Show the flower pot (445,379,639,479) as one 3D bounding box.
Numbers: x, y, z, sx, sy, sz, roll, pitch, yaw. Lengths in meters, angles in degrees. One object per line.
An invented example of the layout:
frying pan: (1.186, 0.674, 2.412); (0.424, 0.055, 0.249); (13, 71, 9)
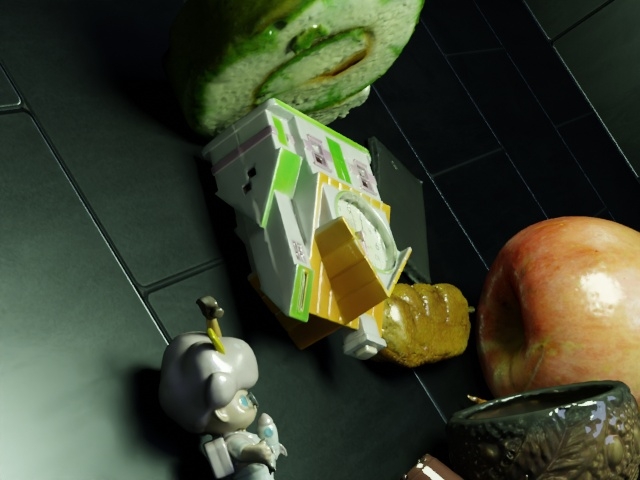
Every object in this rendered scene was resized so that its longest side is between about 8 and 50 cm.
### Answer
flower pot: (0.320, 0.346, 1.603); (0.267, 0.267, 0.267); (-6, 84, -61)

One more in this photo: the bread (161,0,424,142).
bread: (-0.025, -0.264, 1.587); (0.129, 0.366, 0.382); (63, 11, 18)

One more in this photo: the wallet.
wallet: (0.134, -0.051, 1.992); (0.146, 0.030, 0.285); (44, 28, -31)

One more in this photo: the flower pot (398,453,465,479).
flower pot: (0.142, 0.328, 1.514); (0.089, 0.111, 0.111); (46, 25, 11)

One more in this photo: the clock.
clock: (-0.001, 0.000, 1.556); (0.235, 0.166, 0.309); (23, 43, -48)

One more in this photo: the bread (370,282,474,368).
bread: (0.154, 0.123, 1.773); (0.344, 0.084, 0.124); (-3, 85, -60)

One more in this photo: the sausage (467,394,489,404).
sausage: (0.328, 0.363, 1.775); (0.328, 0.112, 0.112); (60, 26, 11)

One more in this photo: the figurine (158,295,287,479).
figurine: (-0.106, 0.178, 1.252); (0.137, 0.112, 0.229); (74, -9, -87)

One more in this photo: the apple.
apple: (0.433, 0.144, 1.881); (0.364, 0.364, 0.364); (40, 31, -30)
